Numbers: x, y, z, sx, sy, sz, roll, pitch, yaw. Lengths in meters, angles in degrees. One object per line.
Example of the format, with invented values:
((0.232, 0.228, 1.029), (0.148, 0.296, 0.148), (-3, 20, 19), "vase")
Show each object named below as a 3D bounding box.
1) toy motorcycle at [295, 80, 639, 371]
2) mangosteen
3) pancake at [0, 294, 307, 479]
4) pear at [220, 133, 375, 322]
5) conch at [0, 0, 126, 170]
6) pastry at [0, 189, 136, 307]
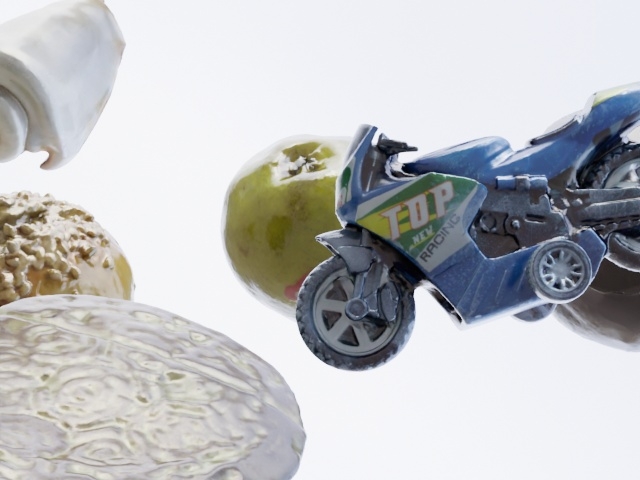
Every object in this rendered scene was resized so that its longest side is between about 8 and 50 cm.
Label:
((0.098, -0.020, 0.693), (0.092, 0.254, 0.135), (87, -14, -79), "toy motorcycle")
((0.344, -0.024, 1.298), (0.288, 0.233, 0.287), (-5, -103, 21), "mangosteen")
((-0.132, 0.096, 0.715), (0.250, 0.250, 0.031), (25, -65, 23), "pancake")
((0.000, 0.000, 1.803), (0.287, 0.287, 0.375), (22, -26, 25), "pear")
((-0.208, -0.116, 0.893), (0.104, 0.176, 0.094), (27, -53, 9), "conch")
((-0.374, 0.036, 1.470), (0.316, 0.284, 0.184), (26, -53, 38), "pastry")
